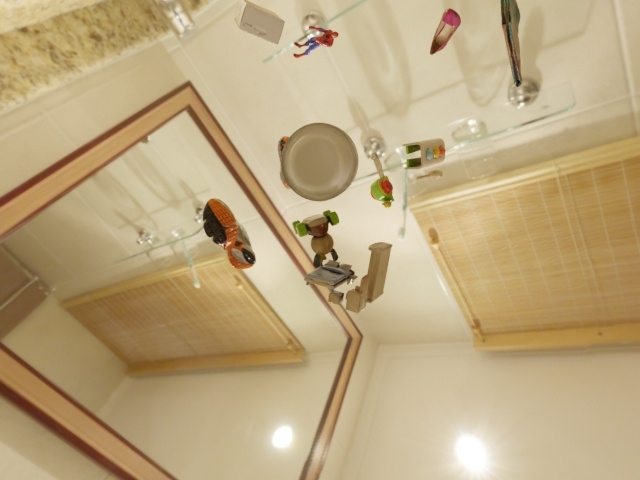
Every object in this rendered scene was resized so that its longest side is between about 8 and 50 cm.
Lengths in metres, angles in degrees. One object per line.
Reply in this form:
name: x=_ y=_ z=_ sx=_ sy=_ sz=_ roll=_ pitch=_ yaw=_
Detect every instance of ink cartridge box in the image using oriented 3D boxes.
ink cartridge box: x=-0.241 y=-0.858 z=1.595 sx=0.093 sy=0.160 sz=0.220 roll=-65 pitch=-151 yaw=27

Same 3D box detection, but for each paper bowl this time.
paper bowl: x=-0.006 y=-0.285 z=1.495 sx=0.284 sy=0.285 sz=0.148 roll=-25 pitch=-173 yaw=15

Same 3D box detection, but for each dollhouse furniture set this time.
dollhouse furniture set: x=0.070 y=0.092 z=1.499 sx=0.303 sy=0.198 sz=0.286 roll=14 pitch=-165 yaw=26

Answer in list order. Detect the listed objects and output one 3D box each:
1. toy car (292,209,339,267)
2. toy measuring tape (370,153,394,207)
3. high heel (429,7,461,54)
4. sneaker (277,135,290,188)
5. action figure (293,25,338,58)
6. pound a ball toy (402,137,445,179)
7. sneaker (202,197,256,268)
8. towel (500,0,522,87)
toy car: x=0.000 y=0.000 z=1.525 sx=0.154 sy=0.189 sz=0.149 roll=-19 pitch=-168 yaw=-11
toy measuring tape: x=0.300 y=-0.318 z=2.135 sx=0.121 sy=0.121 sz=0.331 roll=-22 pitch=-112 yaw=21
high heel: x=0.490 y=-0.835 z=1.643 sx=0.117 sy=0.082 sz=0.244 roll=-54 pitch=180 yaw=11
sneaker: x=-0.096 y=-0.387 z=1.918 sx=0.179 sy=0.125 sz=0.322 roll=-19 pitch=-125 yaw=15
action figure: x=-0.044 y=-0.952 z=1.937 sx=0.280 sy=0.092 sz=0.139 roll=3 pitch=-179 yaw=41
pound a ball toy: x=0.544 y=-0.398 z=2.046 sx=0.135 sy=0.209 sz=0.319 roll=3 pitch=-164 yaw=38
sneaker: x=-0.283 y=-0.033 z=1.253 sx=0.099 sy=0.263 sz=0.121 roll=-19 pitch=-140 yaw=1
towel: x=0.657 y=-0.755 z=1.403 sx=0.040 sy=0.271 sz=0.371 roll=-8 pitch=-121 yaw=32
